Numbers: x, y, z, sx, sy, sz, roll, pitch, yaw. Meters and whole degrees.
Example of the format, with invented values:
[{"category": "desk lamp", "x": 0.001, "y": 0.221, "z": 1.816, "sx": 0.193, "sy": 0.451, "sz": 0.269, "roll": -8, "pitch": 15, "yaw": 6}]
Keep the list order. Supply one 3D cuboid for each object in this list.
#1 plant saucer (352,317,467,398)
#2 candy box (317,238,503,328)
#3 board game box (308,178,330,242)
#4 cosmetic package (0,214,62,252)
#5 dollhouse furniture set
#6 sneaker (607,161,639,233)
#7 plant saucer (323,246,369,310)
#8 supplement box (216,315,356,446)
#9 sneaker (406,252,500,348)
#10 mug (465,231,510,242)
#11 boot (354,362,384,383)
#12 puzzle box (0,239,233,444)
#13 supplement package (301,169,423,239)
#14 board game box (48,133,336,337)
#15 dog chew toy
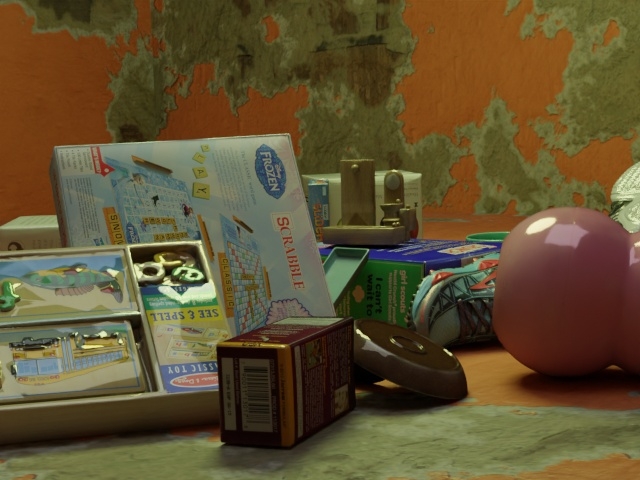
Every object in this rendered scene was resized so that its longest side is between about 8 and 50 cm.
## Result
[{"category": "plant saucer", "x": 0.096, "y": 0.130, "z": 1.593, "sx": 0.168, "sy": 0.029, "sz": 0.168, "roll": 22, "pitch": 12, "yaw": -5}, {"category": "candy box", "x": 0.115, "y": 0.064, "z": 2.092, "sx": 0.317, "sy": 0.122, "sz": 0.268, "roll": 2, "pitch": 6, "yaw": 42}, {"category": "board game box", "x": 0.000, "y": 0.000, "z": 2.351, "sx": 0.035, "sy": 0.201, "sz": 0.136, "roll": -2, "pitch": 6, "yaw": 1}, {"category": "cosmetic package", "x": -0.282, "y": 0.039, "z": 2.265, "sx": 0.453, "sy": 0.161, "sz": 0.230, "roll": -2, "pitch": 6, "yaw": -2}, {"category": "dollhouse furniture set", "x": 0.071, "y": -0.060, "z": 2.109, "sx": 0.144, "sy": 0.123, "sz": 0.151, "roll": 0, "pitch": 4, "yaw": 23}, {"category": "sneaker", "x": 0.466, "y": 0.054, "z": 2.050, "sx": 0.137, "sy": 0.210, "sz": 0.366, "roll": 4, "pitch": 43, "yaw": 49}, {"category": "plant saucer", "x": 0.001, "y": 0.083, "z": 1.922, "sx": 0.067, "sy": 0.018, "sz": 0.192, "roll": 3, "pitch": 46, "yaw": 42}, {"category": "supplement box", "x": -0.032, "y": 0.144, "z": 1.459, "sx": 0.081, "sy": 0.104, "sz": 0.188, "roll": 1, "pitch": 6, "yaw": 22}, {"category": "sneaker", "x": 0.223, "y": 0.084, "z": 1.874, "sx": 0.125, "sy": 0.104, "sz": 0.262, "roll": 15, "pitch": 29, "yaw": 40}, {"category": "mug", "x": 0.300, "y": 0.041, "z": 2.364, "sx": 0.158, "sy": 0.097, "sz": 0.129, "roll": -3, "pitch": 7, "yaw": 0}, {"category": "boot", "x": 0.013, "y": 0.152, "z": 1.649, "sx": 0.099, "sy": 0.045, "sz": 0.121, "roll": -4, "pitch": -1, "yaw": -39}, {"category": "puzzle box", "x": -0.305, "y": 0.108, "z": 1.522, "sx": 0.409, "sy": 0.052, "sz": 0.272, "roll": -4, "pitch": 38, "yaw": -16}, {"category": "supplement package", "x": 0.076, "y": -0.020, "z": 2.508, "sx": 0.194, "sy": 0.203, "sz": 0.149, "roll": -4, "pitch": 7, "yaw": -11}, {"category": "board game box", "x": -0.160, "y": 0.021, "z": 1.747, "sx": 0.318, "sy": 0.318, "sz": 0.066, "roll": -4, "pitch": -27, "yaw": -20}, {"category": "dog chew toy", "x": 0.375, "y": 0.072, "z": 1.637, "sx": 0.332, "sy": 0.206, "sz": 0.206, "roll": 8, "pitch": 8, "yaw": 10}]
